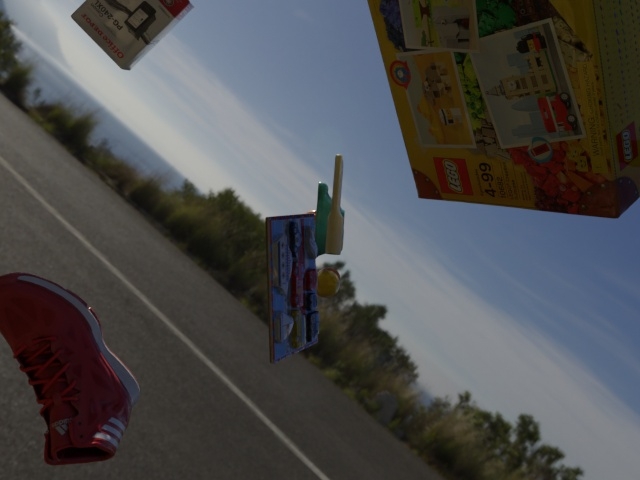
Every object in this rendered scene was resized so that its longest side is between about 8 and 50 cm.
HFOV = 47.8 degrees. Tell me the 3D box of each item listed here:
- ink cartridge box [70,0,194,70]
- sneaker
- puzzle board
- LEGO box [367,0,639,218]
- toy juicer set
[{"bbox_3d":[-0.288,-0.351,1.108,0.109,0.150,0.063,46,6,-13],"label":"ink cartridge box"},{"bbox_3d":[-0.264,0.141,0.735,0.221,0.087,0.128,54,14,-31],"label":"sneaker"},{"bbox_3d":[-0.023,0.040,0.661,0.011,0.128,0.096,0,4,22],"label":"puzzle board"},{"bbox_3d":[0.282,-0.310,1.073,0.372,0.193,0.500,10,-53,48],"label":"LEGO box"},{"bbox_3d":[0.000,0.000,1.435,0.090,0.209,0.329,5,-26,2],"label":"toy juicer set"}]
